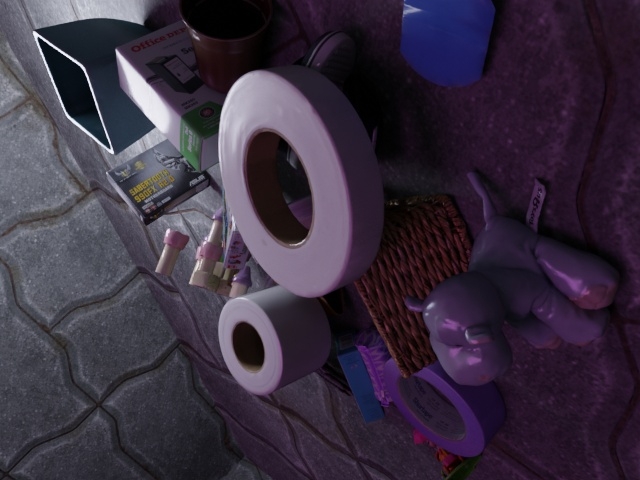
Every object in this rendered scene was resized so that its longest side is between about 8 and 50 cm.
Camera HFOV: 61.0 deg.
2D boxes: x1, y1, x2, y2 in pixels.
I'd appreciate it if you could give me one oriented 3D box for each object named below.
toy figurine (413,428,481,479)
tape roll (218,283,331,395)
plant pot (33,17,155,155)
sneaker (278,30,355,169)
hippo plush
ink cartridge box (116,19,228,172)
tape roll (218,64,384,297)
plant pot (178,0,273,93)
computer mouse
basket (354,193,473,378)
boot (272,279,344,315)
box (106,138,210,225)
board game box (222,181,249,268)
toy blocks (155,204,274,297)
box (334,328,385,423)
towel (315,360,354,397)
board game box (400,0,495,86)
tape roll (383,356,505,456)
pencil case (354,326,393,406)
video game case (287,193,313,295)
[{"bbox_3d":[0.308,0.527,1.383,0.159,0.130,0.173,49,178,36],"label":"toy figurine"},{"bbox_3d":[-0.117,0.241,1.356,0.246,0.169,0.246,13,109,41],"label":"tape roll"},{"bbox_3d":[-0.501,-0.414,1.356,0.247,0.252,0.247,35,147,28],"label":"plant pot"},{"bbox_3d":[-0.040,-0.265,0.987,0.127,0.126,0.321,45,149,11],"label":"sneaker"},{"bbox_3d":[0.275,0.092,0.792,0.234,0.236,0.294,16,132,44],"label":"hippo plush"},{"bbox_3d":[-0.262,-0.318,1.157,0.289,0.211,0.122,45,150,13],"label":"ink cartridge box"},{"bbox_3d":[-0.049,-0.092,0.920,0.392,0.072,0.392,33,133,43],"label":"tape roll"},{"bbox_3d":[-0.177,-0.382,1.036,0.167,0.167,0.165,46,157,13],"label":"plant pot"},{"bbox_3d":[0.070,-0.170,0.991,0.184,0.060,0.262,-122,27,-68],"label":"computer mouse"},{"bbox_3d":[0.180,0.068,1.058,0.299,0.223,0.213,61,-178,-15],"label":"basket"},{"bbox_3d":[-0.002,0.179,1.451,0.220,0.109,0.284,-1,114,51],"label":"boot"},{"bbox_3d":[-0.468,-0.178,1.584,0.183,0.231,0.056,48,154,10],"label":"box"},{"bbox_3d":[-0.193,-0.111,1.267,0.193,0.053,0.306,121,148,-59],"label":"board game box"},{"bbox_3d":[-0.246,0.028,1.545,0.308,0.260,0.288,16,170,13],"label":"toy blocks"},{"bbox_3d":[0.107,0.368,1.471,0.100,0.060,0.244,-99,-12,-64],"label":"box"},{"bbox_3d":[-0.046,0.354,1.616,0.324,0.056,0.312,25,163,39],"label":"towel"},{"bbox_3d":[0.177,-0.293,0.743,0.133,0.033,0.169,31,149,25],"label":"board game box"},{"bbox_3d":[0.274,0.351,1.232,0.274,0.090,0.275,36,147,28],"label":"tape roll"},{"bbox_3d":[0.149,0.319,1.375,0.086,0.088,0.206,-2,120,39],"label":"pencil case"},{"bbox_3d":[0.000,0.000,1.180,0.226,0.026,0.206,-21,108,19],"label":"video game case"}]
